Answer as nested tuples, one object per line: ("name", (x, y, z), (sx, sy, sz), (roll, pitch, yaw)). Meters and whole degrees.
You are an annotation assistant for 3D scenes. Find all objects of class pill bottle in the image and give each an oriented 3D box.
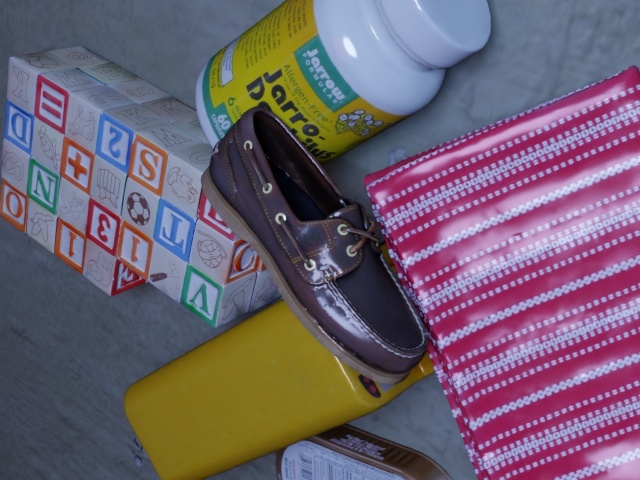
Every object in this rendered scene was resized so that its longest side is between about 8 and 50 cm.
("pill bottle", (0.014, -0.127, 0.706), (0.208, 0.117, 0.117), (-26, 89, 42))

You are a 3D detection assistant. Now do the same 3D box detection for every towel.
("towel", (0.164, 0.050, 0.650), (0.199, 0.031, 0.275), (-22, 92, 13))

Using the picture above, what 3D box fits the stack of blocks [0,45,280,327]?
("stack of blocks", (-0.164, -0.040, 0.905), (0.297, 0.087, 0.171), (31, 123, 28))

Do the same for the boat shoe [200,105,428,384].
("boat shoe", (0.000, 0.000, 0.654), (0.207, 0.073, 0.073), (47, 122, 14))

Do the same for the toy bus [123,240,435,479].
("toy bus", (-0.014, 0.097, 0.802), (0.333, 0.130, 0.108), (-31, 85, 42))

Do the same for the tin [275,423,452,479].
("tin", (0.039, 0.224, 0.870), (0.190, 0.040, 0.106), (13, 118, 36))
